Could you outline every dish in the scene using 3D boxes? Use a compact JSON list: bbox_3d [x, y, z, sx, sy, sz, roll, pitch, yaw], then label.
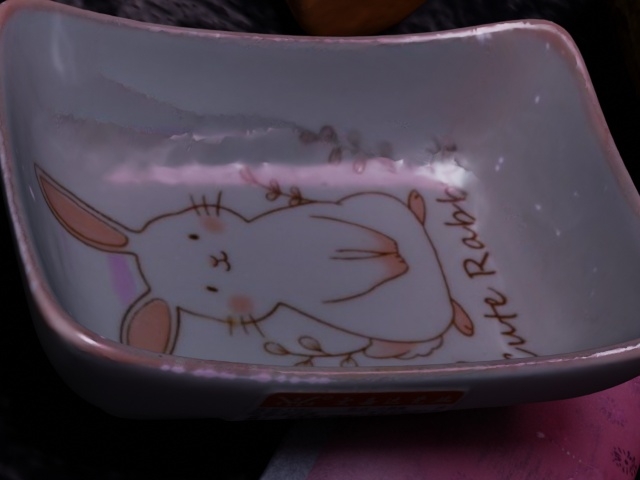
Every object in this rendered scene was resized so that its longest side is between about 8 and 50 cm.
[{"bbox_3d":[0.000,0.000,0.608,0.212,0.077,0.151,0,47,-21],"label":"dish"}]

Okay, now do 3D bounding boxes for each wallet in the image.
[{"bbox_3d":[0.049,0.074,0.639,0.119,0.025,0.232,35,43,-3],"label":"wallet"}]

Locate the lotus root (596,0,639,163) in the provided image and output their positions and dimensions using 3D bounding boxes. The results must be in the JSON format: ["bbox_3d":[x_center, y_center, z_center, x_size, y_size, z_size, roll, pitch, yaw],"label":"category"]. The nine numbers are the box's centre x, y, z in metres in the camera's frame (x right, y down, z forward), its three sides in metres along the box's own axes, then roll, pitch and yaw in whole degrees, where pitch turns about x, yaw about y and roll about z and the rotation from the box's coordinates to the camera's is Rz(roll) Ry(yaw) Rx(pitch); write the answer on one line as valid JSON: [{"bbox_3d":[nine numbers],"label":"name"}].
[{"bbox_3d":[0.230,-0.034,0.746,0.196,0.179,0.397,11,51,-48],"label":"lotus root"}]

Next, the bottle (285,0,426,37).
[{"bbox_3d":[-0.018,-0.170,0.769,0.069,0.069,0.187,-8,58,-37],"label":"bottle"}]
